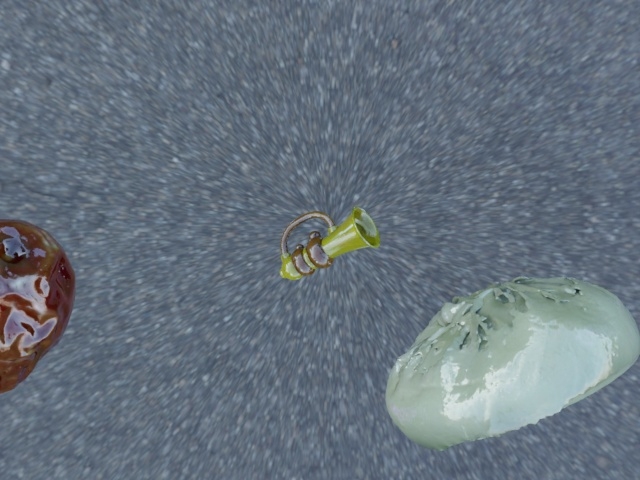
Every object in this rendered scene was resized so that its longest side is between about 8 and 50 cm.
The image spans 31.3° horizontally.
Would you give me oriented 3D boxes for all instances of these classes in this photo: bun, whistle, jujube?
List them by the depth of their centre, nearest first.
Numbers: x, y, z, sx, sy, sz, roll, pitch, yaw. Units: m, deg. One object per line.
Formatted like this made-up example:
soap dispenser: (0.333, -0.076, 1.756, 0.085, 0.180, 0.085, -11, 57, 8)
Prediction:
whistle: (-0.001, 0.000, 1.138, 0.109, 0.046, 0.057, -23, 98, 25)
jujube: (-0.366, 0.076, 1.238, 0.174, 0.174, 0.250, 39, 131, 0)
bun: (0.205, 0.117, 1.255, 0.287, 0.287, 0.146, -22, 93, 1)
